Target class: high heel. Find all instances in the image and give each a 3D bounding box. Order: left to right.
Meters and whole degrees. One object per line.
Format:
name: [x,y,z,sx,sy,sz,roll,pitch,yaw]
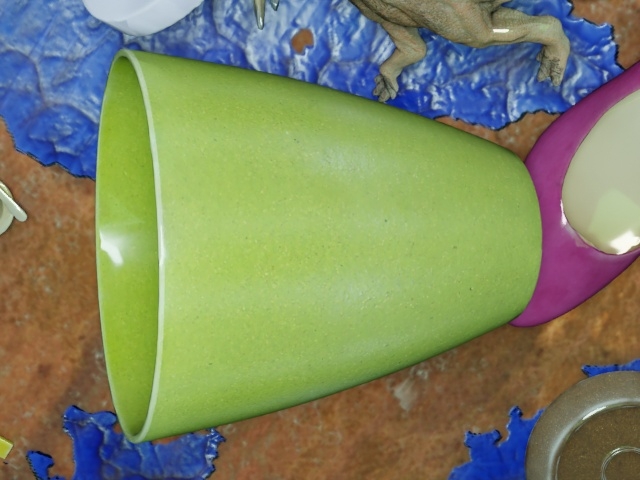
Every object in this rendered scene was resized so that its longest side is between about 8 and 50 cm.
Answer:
high heel: [0.258,-0.069,0.914,0.127,0.181,0.377,31,103,-10]

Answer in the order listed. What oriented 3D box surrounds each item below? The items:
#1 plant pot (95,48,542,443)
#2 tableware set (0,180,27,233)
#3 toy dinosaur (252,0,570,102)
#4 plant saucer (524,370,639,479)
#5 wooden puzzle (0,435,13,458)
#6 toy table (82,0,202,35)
plant pot: [0.000,0.000,0.907,0.294,0.275,0.274,-2,107,-18]
tableware set: [-0.327,-0.041,0.985,0.169,0.020,0.141,-33,105,7]
toy dinosaur: [0.060,-0.188,0.854,0.200,0.296,0.127,21,78,-47]
plant saucer: [0.264,0.196,1.074,0.169,0.029,0.168,-1,107,-3]
wooden puzzle: [-0.326,0.196,1.060,0.078,0.014,0.116,42,101,-13]
toy table: [-0.119,-0.291,0.800,0.161,0.252,0.274,28,77,-47]
